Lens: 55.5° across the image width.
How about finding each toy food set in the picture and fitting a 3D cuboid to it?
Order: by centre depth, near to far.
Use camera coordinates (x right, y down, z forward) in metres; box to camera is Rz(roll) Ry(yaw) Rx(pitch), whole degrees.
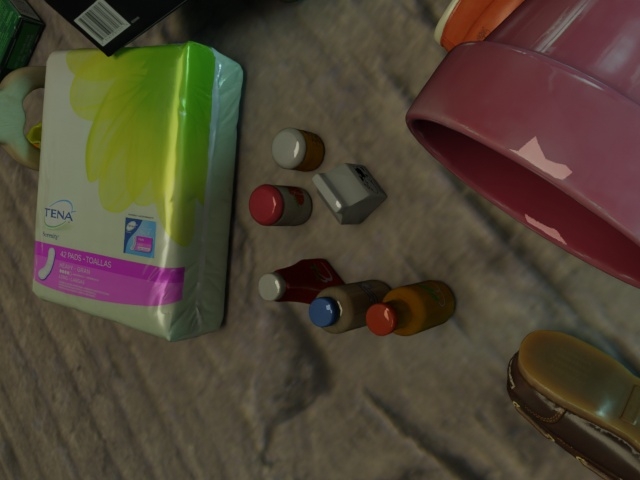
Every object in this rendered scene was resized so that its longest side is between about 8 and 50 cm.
[{"bbox_3d":[0.000,0.000,0.533,0.111,0.104,0.232,-44,69,26],"label":"toy food set"}]

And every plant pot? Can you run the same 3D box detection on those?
[{"bbox_3d":[0.184,-0.091,0.370,0.201,0.201,0.180,38,96,26],"label":"plant pot"}]

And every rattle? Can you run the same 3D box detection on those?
[{"bbox_3d":[-0.383,-0.155,0.721,0.142,0.199,0.130,24,105,30],"label":"rattle"}]

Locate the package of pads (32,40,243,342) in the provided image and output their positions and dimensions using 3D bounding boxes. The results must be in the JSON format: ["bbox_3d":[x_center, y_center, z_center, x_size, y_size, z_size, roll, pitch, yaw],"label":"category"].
[{"bbox_3d":[-0.208,-0.060,0.671,0.229,0.101,0.297,10,96,31],"label":"package of pads"}]

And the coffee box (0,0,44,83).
[{"bbox_3d":[-0.471,-0.319,0.869,0.184,0.040,0.113,47,114,22],"label":"coffee box"}]

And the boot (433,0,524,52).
[{"bbox_3d":[0.151,-0.198,0.458,0.085,0.059,0.158,48,117,28],"label":"boot"}]

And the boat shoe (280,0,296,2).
[{"bbox_3d":[-0.002,-0.306,0.548,0.060,0.064,0.178,51,119,19],"label":"boat shoe"}]

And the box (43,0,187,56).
[{"bbox_3d":[-0.126,-0.311,0.551,0.261,0.103,0.184,-18,45,35],"label":"box"}]

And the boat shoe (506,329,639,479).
[{"bbox_3d":[0.224,0.141,0.419,0.207,0.073,0.073,37,148,30],"label":"boat shoe"}]
